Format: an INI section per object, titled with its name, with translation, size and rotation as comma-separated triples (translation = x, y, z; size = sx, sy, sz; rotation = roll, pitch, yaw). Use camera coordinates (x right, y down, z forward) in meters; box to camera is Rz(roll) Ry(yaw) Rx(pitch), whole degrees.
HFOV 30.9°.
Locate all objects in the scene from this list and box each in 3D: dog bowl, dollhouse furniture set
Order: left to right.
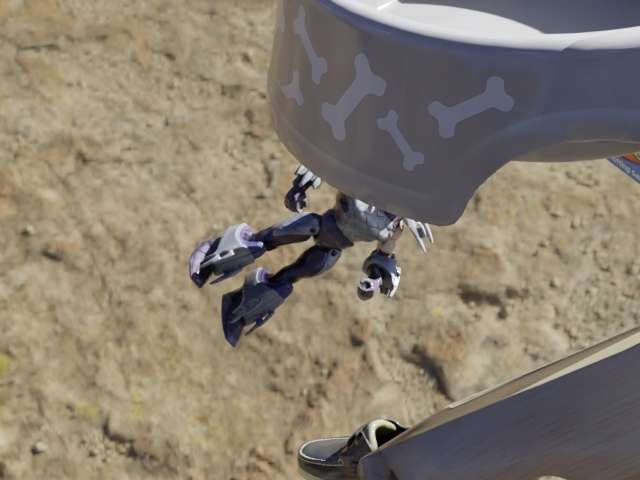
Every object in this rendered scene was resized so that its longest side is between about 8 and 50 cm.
[dog bowl]
translation = 0.135, -0.145, 0.684
size = 0.349, 0.102, 0.348
rotation = -5, 38, 4
[dollhouse furniture set]
translation = 0.237, 0.258, 0.725
size = 0.362, 0.256, 0.394
rotation = -10, 75, -64

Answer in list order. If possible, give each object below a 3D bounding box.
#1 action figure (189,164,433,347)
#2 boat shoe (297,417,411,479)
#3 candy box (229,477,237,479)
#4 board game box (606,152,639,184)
[action figure]
translation = 0.000, 0.000, 1.260
size = 0.285, 0.185, 0.099
rotation = -29, 19, 20
[boat shoe]
translation = 0.068, 0.228, 1.261
size = 0.224, 0.073, 0.080
rotation = -1, 23, 35
[candy box]
translation = -0.024, 0.369, 0.848
size = 0.122, 0.317, 0.268
rotation = 22, 71, 43
[board game box]
translation = 0.271, -0.111, 0.766
size = 0.210, 0.047, 0.160
rotation = -27, 48, -20
